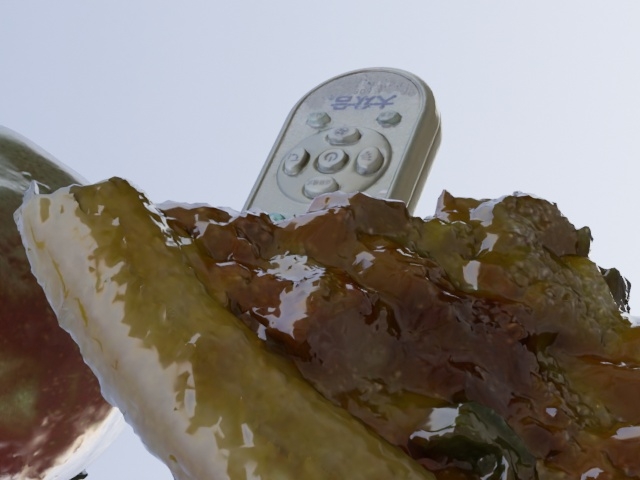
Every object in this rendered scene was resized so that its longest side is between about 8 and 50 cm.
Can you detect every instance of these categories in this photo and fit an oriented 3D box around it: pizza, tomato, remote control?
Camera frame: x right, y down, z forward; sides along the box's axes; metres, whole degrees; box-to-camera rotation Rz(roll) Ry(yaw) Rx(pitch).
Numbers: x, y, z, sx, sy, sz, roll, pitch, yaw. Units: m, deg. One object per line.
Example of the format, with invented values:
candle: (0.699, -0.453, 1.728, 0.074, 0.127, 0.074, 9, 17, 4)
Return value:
pizza: (0.053, 0.046, 0.500, 0.292, 0.058, 0.197, 34, -145, 1)
tomato: (-0.264, 0.049, 1.252, 0.303, 0.303, 0.239, -27, -34, -56)
remote control: (0.000, 0.000, 0.798, 0.042, 0.078, 0.221, 70, -149, -41)
